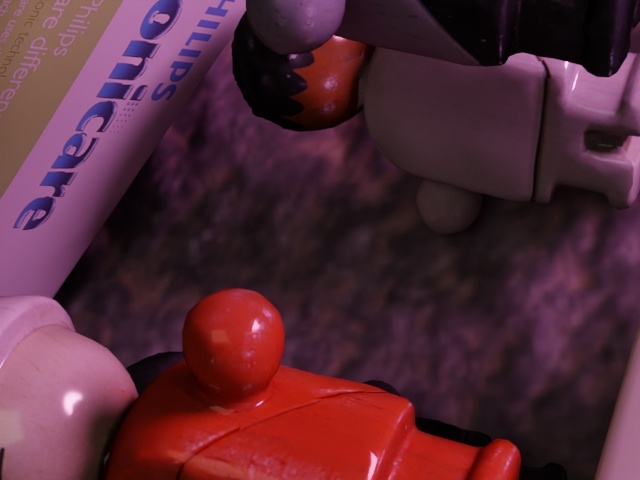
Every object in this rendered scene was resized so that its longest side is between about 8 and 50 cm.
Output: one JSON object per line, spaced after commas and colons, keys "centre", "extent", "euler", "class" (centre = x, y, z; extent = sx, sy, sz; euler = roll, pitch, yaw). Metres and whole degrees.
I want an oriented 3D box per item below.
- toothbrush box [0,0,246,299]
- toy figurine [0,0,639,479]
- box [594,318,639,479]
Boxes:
{"centre": [-0.181, -0.061, 0.467], "extent": [0.122, 0.283, 0.206], "euler": [51, 119, 28], "class": "toothbrush box"}
{"centre": [0.000, 0.000, 0.424], "extent": [0.148, 0.213, 0.209], "euler": [13, 85, 15], "class": "toy figurine"}
{"centre": [0.124, 0.057, 0.318], "extent": [0.113, 0.094, 0.275], "euler": [-14, 27, 32], "class": "box"}
